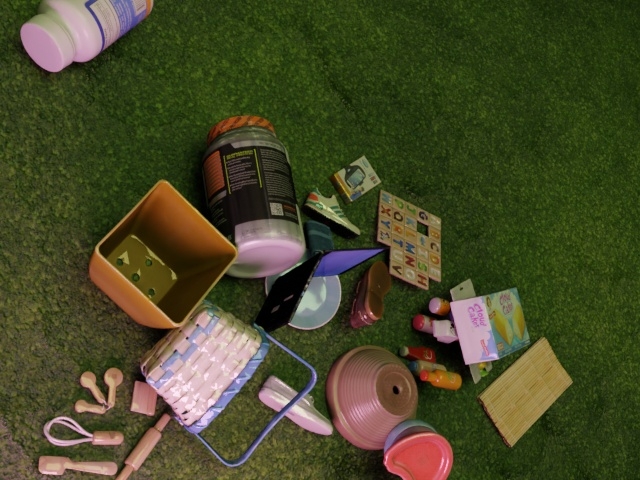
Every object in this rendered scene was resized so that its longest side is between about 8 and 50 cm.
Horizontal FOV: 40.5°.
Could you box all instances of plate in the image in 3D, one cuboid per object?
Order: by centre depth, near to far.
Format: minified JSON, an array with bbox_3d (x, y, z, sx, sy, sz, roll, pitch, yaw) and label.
[{"bbox_3d":[-0.041,0.109,1.959,0.188,0.024,0.188,8,72,-25],"label":"plate"}]

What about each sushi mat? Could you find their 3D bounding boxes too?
[{"bbox_3d":[0.534,0.387,2.249,0.316,0.019,0.151,-32,93,-37],"label":"sushi mat"}]

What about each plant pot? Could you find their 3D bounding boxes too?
[{"bbox_3d":[-0.329,0.049,1.696,0.212,0.187,0.212,45,53,-11],"label":"plant pot"},{"bbox_3d":[0.138,0.344,1.945,0.237,0.109,0.238,12,67,-29],"label":"plant pot"}]

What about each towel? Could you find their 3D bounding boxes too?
[{"bbox_3d":[0.000,0.000,2.003,0.067,0.029,0.119,21,34,-25],"label":"towel"}]

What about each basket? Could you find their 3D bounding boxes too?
[{"bbox_3d":[-0.180,0.264,1.677,0.255,0.201,0.289,-46,104,-6],"label":"basket"}]

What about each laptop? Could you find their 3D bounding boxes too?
[{"bbox_3d":[-0.010,0.114,1.823,0.136,0.234,0.264,33,62,-13],"label":"laptop"}]

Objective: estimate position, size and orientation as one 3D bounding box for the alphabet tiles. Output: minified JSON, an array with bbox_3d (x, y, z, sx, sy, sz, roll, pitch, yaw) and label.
[{"bbox_3d":[0.224,0.003,2.172,0.198,0.009,0.237,24,51,-25],"label":"alphabet tiles"}]

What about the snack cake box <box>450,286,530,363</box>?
[{"bbox_3d":[0.420,0.204,2.125,0.264,0.089,0.152,-5,81,-60],"label":"snack cake box"}]

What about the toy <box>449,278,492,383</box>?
[{"bbox_3d":[0.361,0.227,2.164,0.137,0.056,0.237,-19,92,-59],"label":"toy"}]

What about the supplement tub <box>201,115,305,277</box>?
[{"bbox_3d":[-0.148,-0.095,1.853,0.193,0.193,0.316,6,61,-32],"label":"supplement tub"}]

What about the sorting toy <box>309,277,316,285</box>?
[{"bbox_3d":[-0.018,0.060,2.009,0.062,0.012,0.083,-13,80,-36],"label":"sorting toy"}]

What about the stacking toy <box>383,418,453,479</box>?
[{"bbox_3d":[0.188,0.561,1.900,0.279,0.130,0.309,-29,104,-10],"label":"stacking toy"}]

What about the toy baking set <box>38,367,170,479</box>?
[{"bbox_3d":[-0.405,0.357,1.630,0.196,0.030,0.256,39,55,-12],"label":"toy baking set"}]

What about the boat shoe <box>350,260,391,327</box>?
[{"bbox_3d":[0.112,0.125,2.032,0.073,0.073,0.207,46,33,-14],"label":"boat shoe"}]

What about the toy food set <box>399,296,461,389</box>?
[{"bbox_3d":[0.254,0.243,2.056,0.104,0.111,0.232,17,57,-31],"label":"toy food set"}]

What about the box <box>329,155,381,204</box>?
[{"bbox_3d":[0.092,-0.154,2.156,0.136,0.028,0.081,-35,93,-36],"label":"box"}]

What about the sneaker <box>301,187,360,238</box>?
[{"bbox_3d":[0.035,-0.068,2.065,0.161,0.057,0.075,30,64,-18],"label":"sneaker"}]

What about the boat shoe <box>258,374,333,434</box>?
[{"bbox_3d":[-0.046,0.351,1.854,0.184,0.066,0.063,31,58,-9],"label":"boat shoe"}]

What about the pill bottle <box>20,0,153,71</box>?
[{"bbox_3d":[-0.488,-0.468,1.810,0.152,0.152,0.272,47,54,-10],"label":"pill bottle"}]
